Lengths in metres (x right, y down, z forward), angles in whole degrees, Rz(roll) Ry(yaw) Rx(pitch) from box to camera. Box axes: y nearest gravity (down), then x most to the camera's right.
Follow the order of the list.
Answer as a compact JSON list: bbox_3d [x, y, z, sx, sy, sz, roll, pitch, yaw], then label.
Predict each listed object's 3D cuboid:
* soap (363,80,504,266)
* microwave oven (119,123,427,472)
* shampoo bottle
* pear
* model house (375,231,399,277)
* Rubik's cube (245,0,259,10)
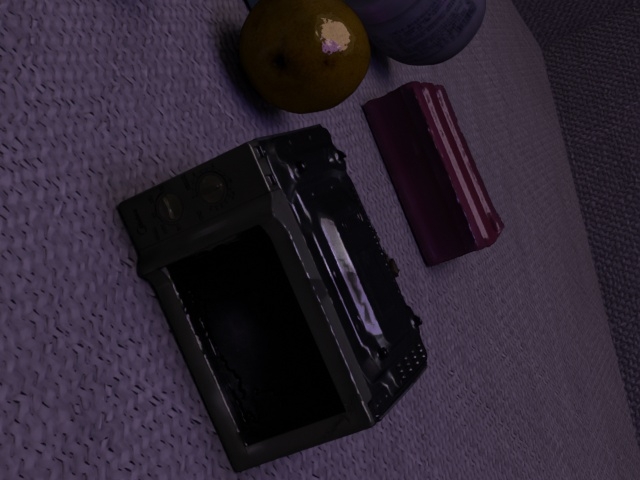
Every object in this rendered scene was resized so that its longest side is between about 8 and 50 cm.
[{"bbox_3d":[0.239,-0.138,2.256,0.233,0.128,0.359,-12,79,-65],"label":"soap"},{"bbox_3d":[-0.036,0.055,1.368,0.355,0.218,0.286,66,24,-1],"label":"microwave oven"},{"bbox_3d":[0.194,-0.523,2.332,0.266,0.273,0.273,35,38,-39],"label":"shampoo bottle"},{"bbox_3d":[-0.028,-0.299,1.730,0.209,0.209,0.209,47,30,-38],"label":"pear"},{"bbox_3d":[0.090,0.035,1.864,0.083,0.057,0.058,64,19,-11],"label":"model house"},{"bbox_3d":[-0.040,-0.490,1.907,0.184,0.187,0.182,62,23,-14],"label":"Rubik's cube"}]
